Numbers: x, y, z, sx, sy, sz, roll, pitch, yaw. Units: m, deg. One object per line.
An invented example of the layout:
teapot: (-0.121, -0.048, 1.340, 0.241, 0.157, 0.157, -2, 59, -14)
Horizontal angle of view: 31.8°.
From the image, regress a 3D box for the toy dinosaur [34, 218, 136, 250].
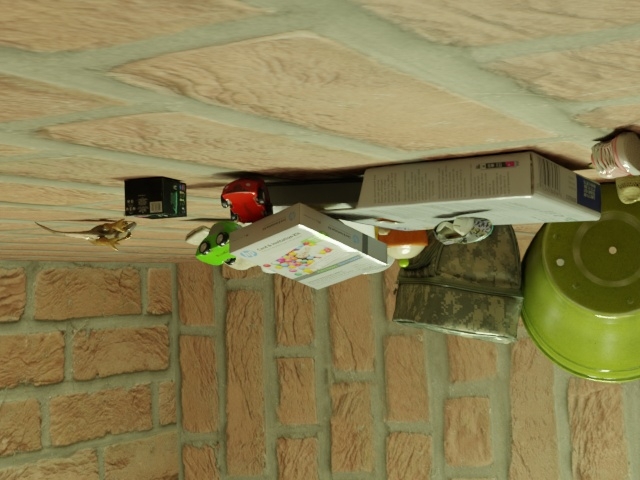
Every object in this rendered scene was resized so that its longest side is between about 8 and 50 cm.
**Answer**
toy dinosaur: (-0.446, -0.009, 2.236, 0.112, 0.064, 0.211, -4, 177, 45)

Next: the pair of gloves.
pair of gloves: (-0.138, 0.006, 2.339, 0.240, 0.042, 0.204, -18, 148, 38)

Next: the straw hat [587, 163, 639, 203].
straw hat: (0.456, -0.084, 1.616, 0.144, 0.061, 0.144, -2, 177, 0)

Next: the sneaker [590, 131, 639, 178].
sneaker: (0.352, -0.098, 1.339, 0.070, 0.051, 0.134, -10, 178, 28)

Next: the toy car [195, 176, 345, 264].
toy car: (-0.102, -0.021, 1.671, 0.225, 0.053, 0.239, -24, 145, 39)

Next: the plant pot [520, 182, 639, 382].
plant pot: (0.530, 0.054, 2.052, 0.366, 0.367, 0.353, -3, 165, 13)

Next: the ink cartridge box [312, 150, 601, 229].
ink cartridge box: (0.205, -0.065, 1.637, 0.330, 0.072, 0.324, -2, 175, 28)

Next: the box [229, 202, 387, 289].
box: (-0.016, 0.012, 1.633, 0.145, 0.038, 0.186, -21, 146, 38)

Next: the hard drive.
hard drive: (-0.013, -0.016, 1.823, 0.203, 0.040, 0.307, -3, 159, 3)

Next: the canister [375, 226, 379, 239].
canister: (0.094, -0.022, 2.375, 0.126, 0.073, 0.170, -3, 175, -4)

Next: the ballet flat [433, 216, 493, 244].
ballet flat: (0.200, -0.016, 1.621, 0.041, 0.041, 0.114, -1, 174, -30)

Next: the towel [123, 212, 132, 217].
towel: (-0.324, -0.050, 2.070, 0.060, 0.009, 0.083, 0, 176, -28)

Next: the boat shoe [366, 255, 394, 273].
boat shoe: (0.000, 0.000, 2.519, 0.335, 0.121, 0.119, 9, -177, -7)

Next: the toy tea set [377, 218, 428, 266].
toy tea set: (0.067, -0.012, 2.031, 0.336, 0.124, 0.200, -2, 177, -7)

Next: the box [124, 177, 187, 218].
box: (-0.232, -0.058, 1.584, 0.062, 0.052, 0.083, -2, 178, 16)

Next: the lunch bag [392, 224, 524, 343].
lunch bag: (0.274, 0.060, 2.230, 0.212, 0.256, 0.305, 11, 176, -8)
